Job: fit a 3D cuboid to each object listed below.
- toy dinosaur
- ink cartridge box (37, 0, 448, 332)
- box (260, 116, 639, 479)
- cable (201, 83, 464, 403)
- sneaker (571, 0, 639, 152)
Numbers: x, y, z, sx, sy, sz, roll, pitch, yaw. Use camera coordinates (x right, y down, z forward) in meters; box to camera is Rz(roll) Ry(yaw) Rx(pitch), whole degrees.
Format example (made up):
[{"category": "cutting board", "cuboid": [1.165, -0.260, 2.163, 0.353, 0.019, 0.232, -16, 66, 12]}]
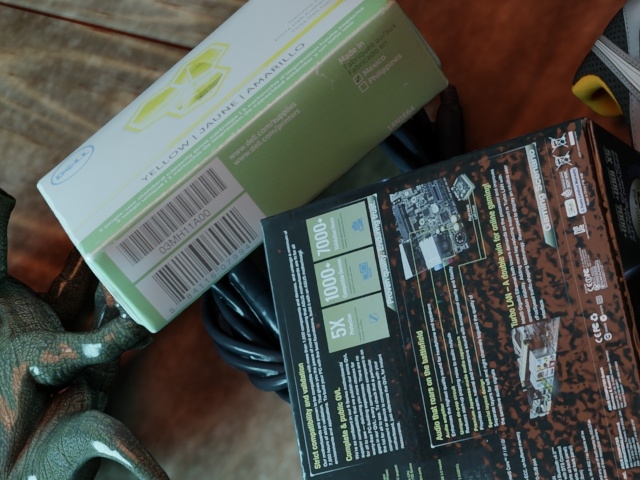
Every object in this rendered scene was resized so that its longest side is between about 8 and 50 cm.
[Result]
[{"category": "toy dinosaur", "cuboid": [-0.155, 0.072, 0.761, 0.313, 0.121, 0.160, 34, 96, 35]}, {"category": "ink cartridge box", "cuboid": [-0.058, -0.063, 0.727, 0.171, 0.056, 0.235, -41, 28, -4]}, {"category": "box", "cuboid": [0.069, 0.062, 0.592, 0.147, 0.077, 0.180, -18, 73, 25]}, {"category": "cable", "cuboid": [0.000, 0.000, 0.725, 0.151, 0.047, 0.184, -12, 59, 26]}, {"category": "sneaker", "cuboid": [0.177, -0.029, 0.616, 0.083, 0.084, 0.215, -43, 45, 22]}]
